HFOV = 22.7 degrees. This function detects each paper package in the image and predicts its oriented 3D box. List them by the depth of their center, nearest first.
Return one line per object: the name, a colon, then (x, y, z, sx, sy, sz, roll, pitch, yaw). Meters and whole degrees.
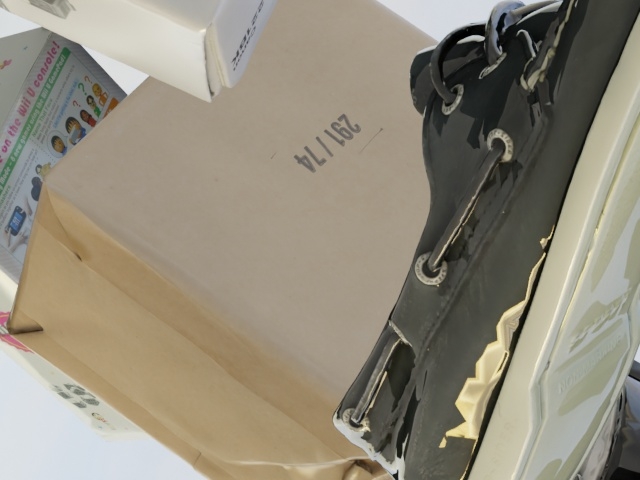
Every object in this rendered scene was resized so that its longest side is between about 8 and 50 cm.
paper package: (0.000, 0.000, 1.096, 0.325, 0.309, 0.168, -50, 171, -41)

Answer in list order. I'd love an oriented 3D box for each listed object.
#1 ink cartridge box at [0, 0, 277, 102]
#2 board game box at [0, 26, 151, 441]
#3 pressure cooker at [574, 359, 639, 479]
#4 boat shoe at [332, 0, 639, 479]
ink cartridge box: (-0.125, -0.211, 0.700, 0.114, 0.273, 0.197, 105, 10, -80)
board game box: (-0.202, -0.001, 1.371, 0.097, 0.303, 0.224, -8, -133, 35)
pressure cooker: (0.316, 0.324, 1.542, 0.375, 0.420, 0.370, -60, -176, 32)
boat shoe: (0.081, -0.032, 0.607, 0.113, 0.127, 0.340, 31, -52, 25)
